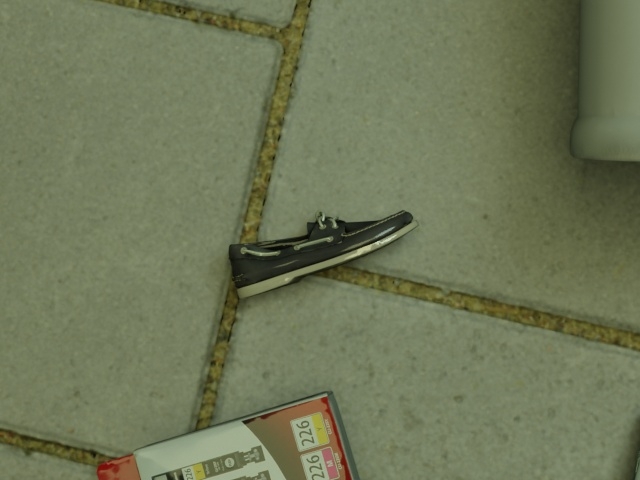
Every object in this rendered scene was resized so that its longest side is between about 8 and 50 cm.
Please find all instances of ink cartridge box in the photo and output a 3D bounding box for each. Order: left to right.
[{"bbox_3d":[-0.074,0.338,1.290,0.272,0.130,0.309,-17,84,2],"label":"ink cartridge box"}]

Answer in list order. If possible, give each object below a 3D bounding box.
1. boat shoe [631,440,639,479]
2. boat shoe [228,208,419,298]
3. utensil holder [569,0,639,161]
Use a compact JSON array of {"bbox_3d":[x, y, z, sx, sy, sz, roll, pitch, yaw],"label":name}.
[{"bbox_3d":[0.326,0.276,1.311,0.081,0.079,0.227,20,80,14],"label":"boat shoe"},{"bbox_3d":[0.000,0.000,1.350,0.206,0.075,0.065,-21,87,5],"label":"boat shoe"},{"bbox_3d":[0.402,-0.269,1.197,0.328,0.327,0.385,0,97,3],"label":"utensil holder"}]
